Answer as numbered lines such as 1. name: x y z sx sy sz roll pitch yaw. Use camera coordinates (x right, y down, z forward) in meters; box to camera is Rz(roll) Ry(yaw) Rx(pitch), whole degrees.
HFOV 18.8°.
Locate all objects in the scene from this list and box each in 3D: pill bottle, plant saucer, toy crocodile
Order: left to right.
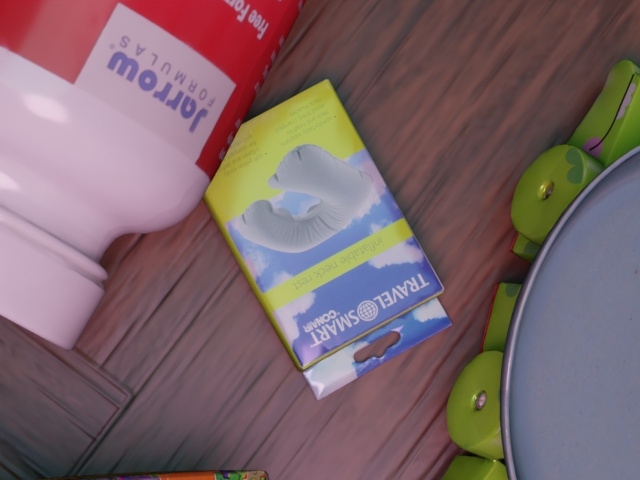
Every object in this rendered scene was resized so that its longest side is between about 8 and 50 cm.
1. pill bottle: -0.131 -0.153 1.161 0.229 0.229 0.408 27 84 0
2. toy crocodile: 0.149 0.049 1.224 0.115 0.105 0.341 25 81 -31
3. plant saucer: 0.228 0.087 1.188 0.317 0.043 0.318 -2 94 -32

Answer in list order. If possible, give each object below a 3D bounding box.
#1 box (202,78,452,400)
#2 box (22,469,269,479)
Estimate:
1. box: 0.000 0.000 1.246 0.109 0.042 0.178 -29 86 -5
2. box: -0.200 0.221 1.052 0.279 0.290 0.177 -2 84 -23
